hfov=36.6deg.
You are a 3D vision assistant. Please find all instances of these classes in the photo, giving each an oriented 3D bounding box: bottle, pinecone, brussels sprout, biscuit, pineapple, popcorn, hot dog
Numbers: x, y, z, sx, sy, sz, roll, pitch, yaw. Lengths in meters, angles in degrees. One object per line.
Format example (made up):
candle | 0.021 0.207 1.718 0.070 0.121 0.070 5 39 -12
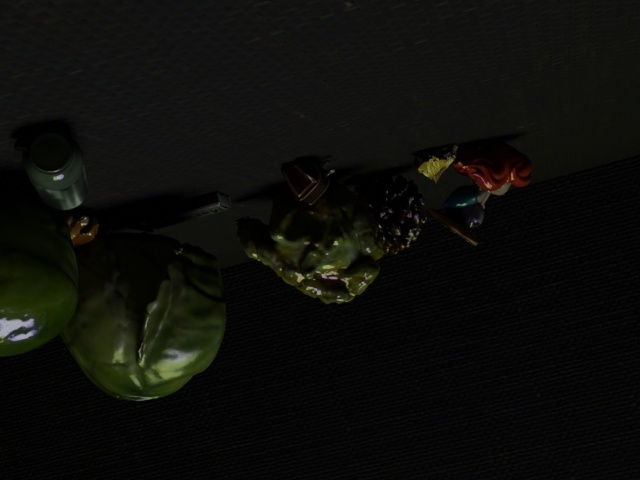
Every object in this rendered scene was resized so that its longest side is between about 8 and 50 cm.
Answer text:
bottle | -0.383 -0.102 1.386 0.096 0.079 0.254 26 169 -7
pinecone | 0.173 -0.076 2.474 0.221 0.221 0.221 -14 175 -1
brussels sprout | -0.399 0.166 2.113 0.342 0.361 0.425 4 -175 -37
biscuit | -0.415 -0.032 2.194 0.078 0.015 0.091 12 180 6
brussels sprout | -0.540 0.044 1.523 0.315 0.276 0.371 -2 170 10
pineapple | 0.279 -0.185 2.285 0.114 0.077 0.114 -31 172 23
popcorn | -0.006 -0.007 2.286 0.279 0.335 0.274 -47 171 16
hot dog | -0.557 -0.002 1.981 0.269 0.072 0.109 -20 171 35

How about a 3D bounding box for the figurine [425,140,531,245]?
figurine | 0.387 -0.135 2.378 0.257 0.208 0.181 -57 -175 6

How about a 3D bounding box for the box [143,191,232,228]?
box | -0.296 -0.066 2.178 0.177 0.036 0.115 -15 175 8

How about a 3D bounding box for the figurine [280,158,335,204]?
figurine | -0.018 -0.134 2.027 0.098 0.082 0.154 -28 173 5
